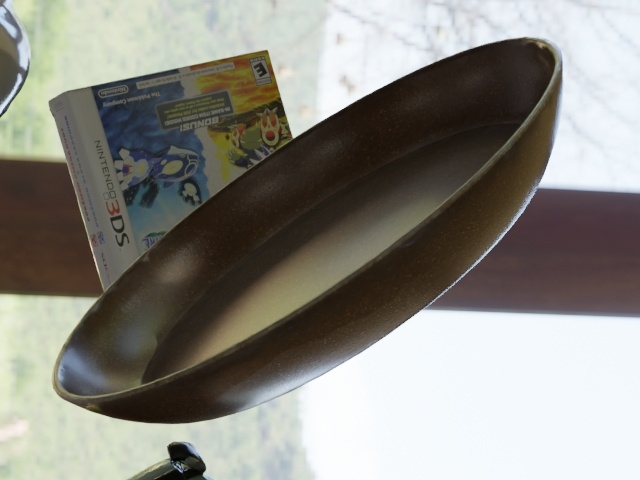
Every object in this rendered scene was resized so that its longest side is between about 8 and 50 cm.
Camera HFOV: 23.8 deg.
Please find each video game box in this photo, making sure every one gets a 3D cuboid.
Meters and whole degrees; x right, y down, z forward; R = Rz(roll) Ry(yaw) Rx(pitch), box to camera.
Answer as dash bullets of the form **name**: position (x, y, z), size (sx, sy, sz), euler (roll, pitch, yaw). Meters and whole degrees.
- **video game box**: position (-0.113, -0.056, 1.317), size (0.048, 0.205, 0.187), euler (-11, -85, 59)

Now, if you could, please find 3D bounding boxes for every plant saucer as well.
- **plant saucer**: position (0.000, 0.000, 0.792), size (0.050, 0.311, 0.310), euler (56, -2, -14)

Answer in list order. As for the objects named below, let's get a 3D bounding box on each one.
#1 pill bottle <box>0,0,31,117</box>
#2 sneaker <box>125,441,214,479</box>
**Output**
- **pill bottle**: position (-0.241, -0.071, 0.667), size (0.318, 0.176, 0.176), euler (-50, -164, 4)
- **sneaker**: position (-0.063, 0.206, 0.763), size (0.256, 0.151, 0.094), euler (47, -18, 43)
